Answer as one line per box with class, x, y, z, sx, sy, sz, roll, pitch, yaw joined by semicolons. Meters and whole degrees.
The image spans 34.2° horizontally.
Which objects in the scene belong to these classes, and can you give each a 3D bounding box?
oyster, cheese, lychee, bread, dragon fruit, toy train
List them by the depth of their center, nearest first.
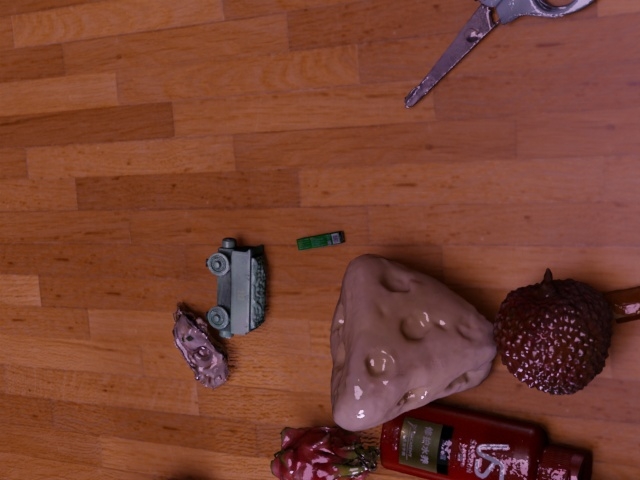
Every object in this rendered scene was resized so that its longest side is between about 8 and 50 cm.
bread;0.432;0.085;1.411;0.083;0.036;0.047;-16;86;31
lychee;0.314;0.118;1.413;0.165;0.165;0.197;-4;114;32
cheese;0.088;0.139;1.512;0.248;0.251;0.174;50;157;28
dragon fruit;0.014;0.363;1.644;0.236;0.135;0.137;0;92;50
toy train;-0.138;0.082;1.749;0.099;0.070;0.172;6;101;21
oyster;-0.209;0.177;1.815;0.166;0.053;0.108;55;147;4

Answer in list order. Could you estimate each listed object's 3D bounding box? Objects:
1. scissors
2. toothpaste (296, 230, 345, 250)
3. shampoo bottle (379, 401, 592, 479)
scissors;0.233;-0.314;1.474;0.191;0.029;0.360;51;119;13
toothpaste;0.000;0.000;1.677;0.083;0.017;0.020;-10;95;33
shampoo bottle;0.238;0.315;1.543;0.314;0.076;0.118;8;87;31
